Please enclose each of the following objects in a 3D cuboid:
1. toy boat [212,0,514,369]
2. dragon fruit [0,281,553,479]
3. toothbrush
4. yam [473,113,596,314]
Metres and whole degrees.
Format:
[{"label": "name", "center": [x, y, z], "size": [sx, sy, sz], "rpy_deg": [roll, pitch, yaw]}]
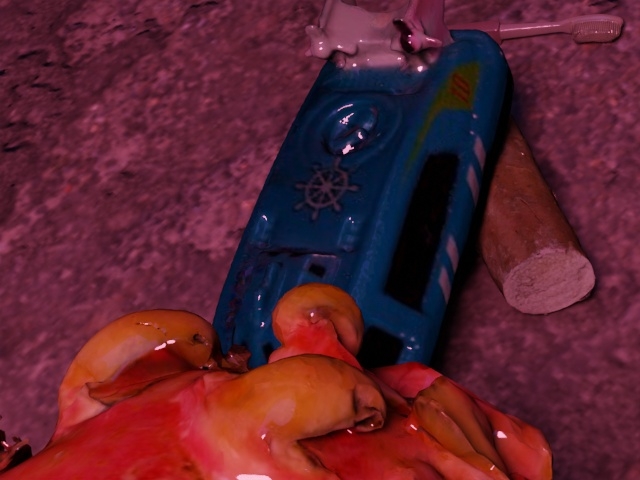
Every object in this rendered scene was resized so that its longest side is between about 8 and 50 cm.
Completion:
[{"label": "toy boat", "center": [0.000, 0.000, 0.754], "size": [0.134, 0.092, 0.299], "rpy_deg": [-1, 57, 34]}, {"label": "dragon fruit", "center": [-0.041, 0.156, 0.524], "size": [0.291, 0.269, 0.250], "rpy_deg": [-61, 26, -3]}, {"label": "toothbrush", "center": [0.093, -0.128, 0.923], "size": [0.194, 0.014, 0.017], "rpy_deg": [0, 50, 21]}, {"label": "yam", "center": [0.102, -0.019, 0.796], "size": [0.054, 0.054, 0.132], "rpy_deg": [-22, 46, 1]}]
